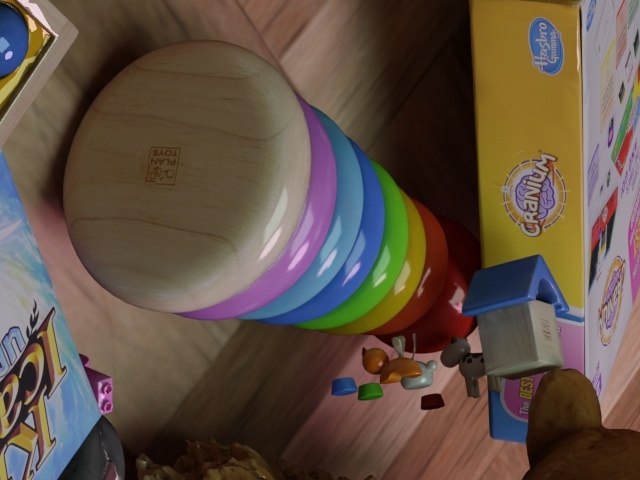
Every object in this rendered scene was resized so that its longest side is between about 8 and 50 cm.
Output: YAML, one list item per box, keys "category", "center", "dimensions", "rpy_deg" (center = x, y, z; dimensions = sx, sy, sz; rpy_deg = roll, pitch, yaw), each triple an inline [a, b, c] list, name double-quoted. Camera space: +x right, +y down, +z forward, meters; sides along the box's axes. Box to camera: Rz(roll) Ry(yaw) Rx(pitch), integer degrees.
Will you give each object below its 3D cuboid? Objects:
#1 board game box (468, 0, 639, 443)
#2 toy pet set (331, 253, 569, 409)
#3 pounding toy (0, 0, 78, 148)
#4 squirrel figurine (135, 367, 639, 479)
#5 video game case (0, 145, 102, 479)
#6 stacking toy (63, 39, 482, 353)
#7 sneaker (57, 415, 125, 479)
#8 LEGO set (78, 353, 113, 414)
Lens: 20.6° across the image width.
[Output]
- category: "board game box"
  center: [0.161, -0.063, 1.125]
  dimensions: [0.242, 0.064, 0.316]
  rpy_deg: [-59, 149, -51]
- category: "toy pet set"
  center: [0.078, 0.051, 1.020]
  dimensions: [0.122, 0.114, 0.065]
  rpy_deg: [18, 60, -59]
- category: "pounding toy"
  center: [-0.188, -0.079, 0.750]
  dimensions: [0.130, 0.100, 0.141]
  rpy_deg: [-58, 142, -11]
- category: "squirrel figurine"
  center: [0.065, 0.251, 1.025]
  dimensions: [0.397, 0.281, 0.370]
  rpy_deg: [13, 134, -26]
- category: "video game case"
  center: [-0.194, 0.067, 0.637]
  dimensions: [0.269, 0.061, 0.244]
  rpy_deg: [-58, 148, -41]
- category: "stacking toy"
  center: [0.000, 0.000, 1.010]
  dimensions: [0.330, 0.141, 0.141]
  rpy_deg: [26, 88, -59]
- category: "sneaker"
  center: [-0.221, 0.153, 0.834]
  dimensions: [0.281, 0.106, 0.162]
  rpy_deg: [-48, 136, -21]
- category: "LEGO set"
  center: [-0.184, 0.059, 0.829]
  dimensions: [0.227, 0.093, 0.087]
  rpy_deg: [-15, 114, -45]
